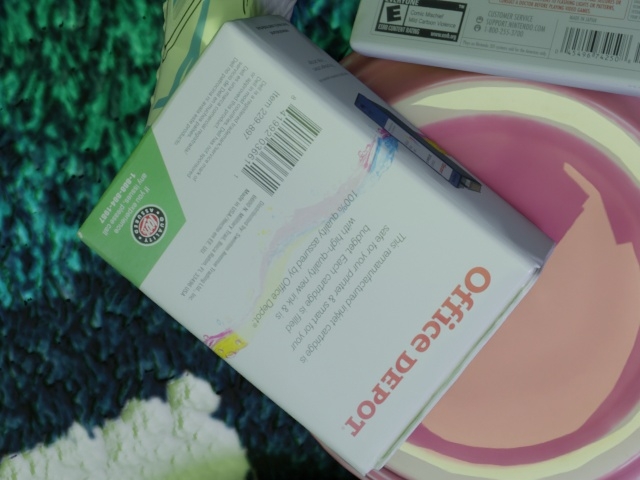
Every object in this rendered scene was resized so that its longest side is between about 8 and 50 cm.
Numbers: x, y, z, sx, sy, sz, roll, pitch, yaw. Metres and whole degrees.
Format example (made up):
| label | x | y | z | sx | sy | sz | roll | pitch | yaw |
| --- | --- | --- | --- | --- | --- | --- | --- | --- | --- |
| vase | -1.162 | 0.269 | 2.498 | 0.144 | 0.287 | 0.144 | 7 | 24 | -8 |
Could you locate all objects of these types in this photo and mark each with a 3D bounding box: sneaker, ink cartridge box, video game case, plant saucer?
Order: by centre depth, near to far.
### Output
| label | x | y | z | sx | sy | sz | roll | pitch | yaw |
| --- | --- | --- | --- | --- | --- | --- | --- | --- | --- |
| ink cartridge box | 0.000 | 0.000 | 0.842 | 0.212 | 0.093 | 0.154 | 40 | 108 | 7 |
| video game case | 0.130 | -0.178 | 0.845 | 0.201 | 0.023 | 0.184 | 12 | 83 | 27 |
| plant saucer | 0.108 | 0.025 | 0.910 | 0.332 | 0.084 | 0.332 | 3 | 102 | 15 |
| sneaker | -0.065 | -0.125 | 0.937 | 0.086 | 0.085 | 0.237 | 33 | 111 | 31 |
